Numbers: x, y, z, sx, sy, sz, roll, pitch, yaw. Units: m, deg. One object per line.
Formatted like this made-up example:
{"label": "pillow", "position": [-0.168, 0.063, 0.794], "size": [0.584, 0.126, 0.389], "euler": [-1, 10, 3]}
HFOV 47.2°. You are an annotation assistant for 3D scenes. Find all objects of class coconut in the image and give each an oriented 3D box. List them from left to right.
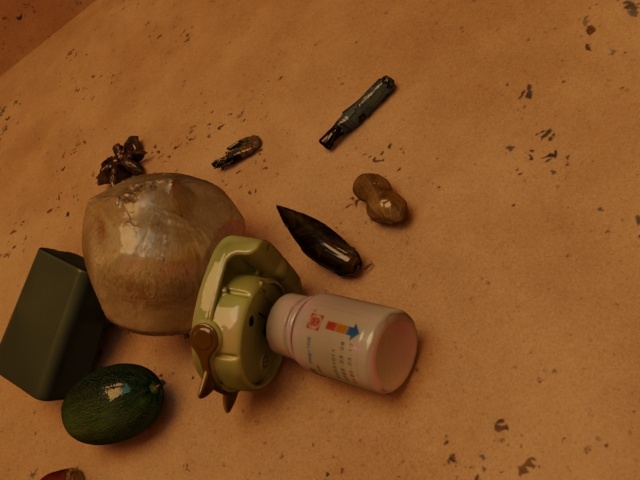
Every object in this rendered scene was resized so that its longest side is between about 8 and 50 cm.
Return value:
{"label": "coconut", "position": [-0.370, 0.000, 1.736], "size": [0.404, 0.404, 0.405], "euler": [-19, 50, 24]}

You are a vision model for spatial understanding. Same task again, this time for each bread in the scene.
{"label": "bread", "position": [-0.625, 0.601, 1.749], "size": [0.192, 0.067, 0.119], "euler": [-19, 50, 24]}

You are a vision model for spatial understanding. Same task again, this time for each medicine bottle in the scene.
{"label": "medicine bottle", "position": [0.036, 0.196, 1.484], "size": [0.293, 0.170, 0.170], "euler": [10, 66, 39]}

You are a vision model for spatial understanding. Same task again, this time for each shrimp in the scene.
{"label": "shrimp", "position": [-0.242, -0.255, 2.116], "size": [0.161, 0.034, 0.091], "euler": [-28, 35, 9]}

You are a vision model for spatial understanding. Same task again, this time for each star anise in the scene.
{"label": "star anise", "position": [-0.650, -0.247, 2.375], "size": [0.197, 0.073, 0.212], "euler": [-41, 42, 1]}

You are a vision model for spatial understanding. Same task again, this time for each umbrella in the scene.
{"label": "umbrella", "position": [0.093, -0.336, 1.908], "size": [0.250, 0.052, 0.053], "euler": [-43, 43, 2]}

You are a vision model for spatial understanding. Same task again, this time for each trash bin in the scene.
{"label": "trash bin", "position": [-0.684, 0.214, 1.914], "size": [0.222, 0.158, 0.344], "euler": [21, 91, 29]}

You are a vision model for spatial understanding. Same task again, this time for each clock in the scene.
{"label": "clock", "position": [-0.161, 0.187, 1.565], "size": [0.117, 0.286, 0.349], "euler": [6, 68, 22]}

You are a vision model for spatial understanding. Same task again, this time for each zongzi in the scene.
{"label": "zongzi", "position": [0.000, 0.000, 1.640], "size": [0.084, 0.184, 0.187], "euler": [-52, 44, -6]}

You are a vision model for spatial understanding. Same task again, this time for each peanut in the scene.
{"label": "peanut", "position": [0.134, -0.097, 1.689], "size": [0.089, 0.089, 0.193], "euler": [-40, 40, 6]}

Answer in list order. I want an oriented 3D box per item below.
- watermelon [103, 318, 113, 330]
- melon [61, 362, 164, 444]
{"label": "watermelon", "position": [-0.654, 0.208, 2.053], "size": [0.241, 0.094, 0.154], "euler": [-41, 38, 9]}
{"label": "melon", "position": [-0.481, 0.382, 1.722], "size": [0.287, 0.182, 0.182], "euler": [-20, 49, 26]}
